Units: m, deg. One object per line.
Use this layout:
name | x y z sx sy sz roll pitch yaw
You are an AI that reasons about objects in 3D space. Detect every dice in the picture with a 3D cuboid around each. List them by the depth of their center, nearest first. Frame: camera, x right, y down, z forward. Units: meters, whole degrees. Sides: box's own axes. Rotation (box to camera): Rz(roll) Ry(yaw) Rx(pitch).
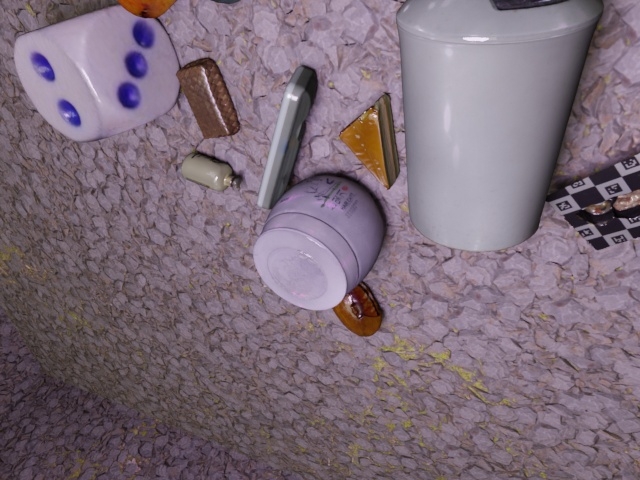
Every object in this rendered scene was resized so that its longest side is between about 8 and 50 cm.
dice | -0.511 -0.395 1.120 0.243 0.259 0.251 3 126 32

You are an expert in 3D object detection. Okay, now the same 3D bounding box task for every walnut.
walnut | 0.091 0.176 1.311 0.116 0.116 0.207 -31 98 43

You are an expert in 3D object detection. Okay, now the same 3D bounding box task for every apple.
apple | -0.365 -0.539 1.002 0.147 0.146 0.146 16 131 20

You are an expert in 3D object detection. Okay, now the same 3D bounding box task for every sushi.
sushi | 0.554 -0.085 0.861 0.192 0.050 0.215 36 141 -21

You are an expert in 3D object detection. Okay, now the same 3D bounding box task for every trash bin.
trash bin | 0.267 -0.220 0.779 0.281 0.280 0.431 12 132 23

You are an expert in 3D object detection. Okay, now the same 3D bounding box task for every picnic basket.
picnic basket | -0.274 -0.337 1.162 0.110 0.055 0.193 0 125 31

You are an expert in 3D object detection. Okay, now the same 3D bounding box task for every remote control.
remote control | -0.078 -0.220 1.085 0.066 0.128 0.335 21 134 -1

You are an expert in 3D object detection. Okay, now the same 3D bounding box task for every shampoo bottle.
shampoo bottle | 0.000 0.000 1.112 0.273 0.266 0.272 15 131 19
shampoo bottle | -0.287 -0.177 1.276 0.162 0.079 0.079 21 132 16

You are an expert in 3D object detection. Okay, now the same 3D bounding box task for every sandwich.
sandwich | 0.137 -0.204 0.998 0.163 0.079 0.113 48 135 -8

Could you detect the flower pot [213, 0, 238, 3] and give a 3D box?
flower pot | -0.199 -0.557 0.854 0.190 0.157 0.243 -18 130 11
